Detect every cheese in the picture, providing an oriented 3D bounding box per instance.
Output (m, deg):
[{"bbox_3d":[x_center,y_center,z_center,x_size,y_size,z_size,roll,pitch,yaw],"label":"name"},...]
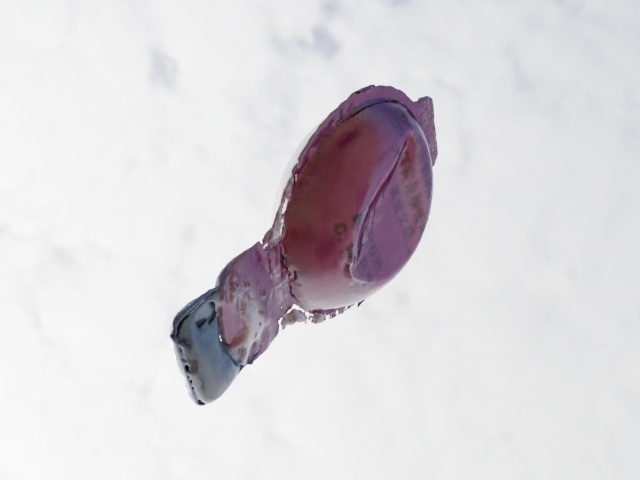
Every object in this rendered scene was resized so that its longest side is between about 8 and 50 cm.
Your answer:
[{"bbox_3d":[0.000,0.000,0.434,0.038,0.095,0.145,24,-127,33],"label":"cheese"}]
